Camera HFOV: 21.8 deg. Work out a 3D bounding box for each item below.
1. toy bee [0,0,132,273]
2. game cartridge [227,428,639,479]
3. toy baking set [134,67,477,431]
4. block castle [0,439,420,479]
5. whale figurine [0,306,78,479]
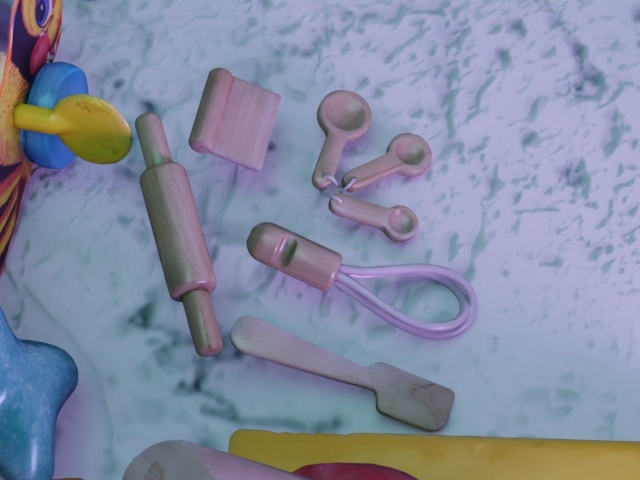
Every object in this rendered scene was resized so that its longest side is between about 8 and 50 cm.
[{"bbox_3d":[-0.221,-0.116,1.063,0.195,0.162,0.298,-8,64,3],"label":"toy bee"},{"bbox_3d":[0.096,0.248,0.920,0.323,0.053,0.285,1,65,9],"label":"game cartridge"},{"bbox_3d":[-0.007,0.000,1.026,0.196,0.030,0.256,-5,66,-17],"label":"toy baking set"},{"bbox_3d":[-0.160,0.260,0.787,0.453,0.213,0.303,-9,68,32],"label":"block castle"},{"bbox_3d":[-0.237,0.032,0.913,0.272,0.141,0.216,36,38,-23],"label":"whale figurine"}]
